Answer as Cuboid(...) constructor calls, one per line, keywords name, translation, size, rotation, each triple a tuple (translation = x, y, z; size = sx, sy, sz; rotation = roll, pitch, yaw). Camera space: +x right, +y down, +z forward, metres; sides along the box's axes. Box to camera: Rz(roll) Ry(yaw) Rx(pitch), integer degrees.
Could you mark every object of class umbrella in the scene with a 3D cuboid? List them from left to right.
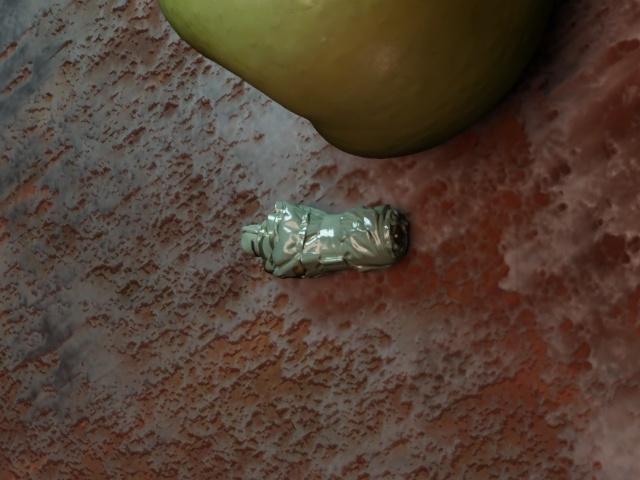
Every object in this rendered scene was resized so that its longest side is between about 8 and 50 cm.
Cuboid(name="umbrella", translation=(0.000, 0.000, 1.210), size=(0.143, 0.062, 0.067), rotation=(0, 112, 26))

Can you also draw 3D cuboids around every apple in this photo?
Cuboid(name="apple", translation=(0.030, -0.206, 1.077), size=(0.292, 0.292, 0.254), rotation=(38, 105, 24))
